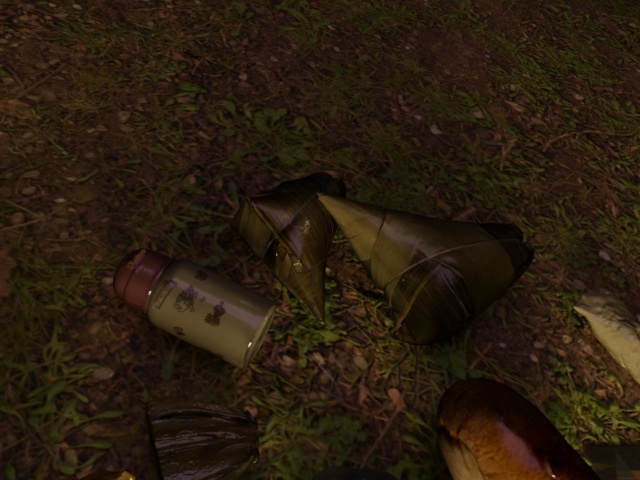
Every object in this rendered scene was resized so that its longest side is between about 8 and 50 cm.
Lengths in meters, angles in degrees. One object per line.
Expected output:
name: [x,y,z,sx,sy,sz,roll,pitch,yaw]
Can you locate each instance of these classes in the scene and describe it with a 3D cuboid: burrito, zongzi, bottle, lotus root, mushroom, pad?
burrito: [0.600,0.231,1.208,0.117,0.076,0.392,-24,60,-36]
zongzi: [0.184,-0.014,1.199,0.289,0.154,0.318,-31,80,-42]
bottle: [-0.188,0.090,1.030,0.233,0.110,0.110,25,45,4]
lotus root: [-0.148,0.272,0.904,0.144,0.070,0.143,-1,44,-16]
zongzi: [0.000,0.000,1.185,0.221,0.112,0.242,-29,71,-38]
mushroom: [0.240,0.306,0.938,0.254,0.267,0.267,-15,50,6]
pad: [0.493,0.405,1.061,0.142,0.003,0.211,4,48,-16]

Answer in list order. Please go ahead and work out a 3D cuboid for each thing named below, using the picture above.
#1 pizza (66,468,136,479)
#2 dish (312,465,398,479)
pizza: [-0.338,0.367,0.654,0.439,0.130,0.406,31,65,11]
dish: [0.060,0.361,0.900,0.190,0.066,0.191,10,47,-11]
